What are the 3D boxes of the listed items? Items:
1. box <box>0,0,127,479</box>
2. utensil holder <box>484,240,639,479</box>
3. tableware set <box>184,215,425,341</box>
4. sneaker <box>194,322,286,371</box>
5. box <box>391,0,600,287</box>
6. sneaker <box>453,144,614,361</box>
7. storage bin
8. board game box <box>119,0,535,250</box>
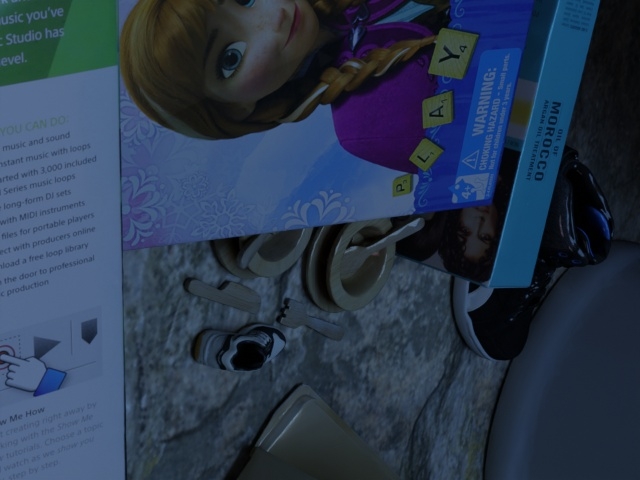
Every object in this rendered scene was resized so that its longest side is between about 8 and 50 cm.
[{"bbox_3d":[-0.197,0.018,0.626,0.232,0.058,0.322,-15,121,-34],"label":"box"},{"bbox_3d":[0.396,0.207,1.302,0.327,0.385,0.328,-24,123,-43],"label":"utensil holder"},{"bbox_3d":[0.000,0.000,0.991,0.194,0.039,0.128,24,87,-53],"label":"tableware set"},{"bbox_3d":[-0.046,0.076,0.969,0.083,0.037,0.032,-6,108,-52],"label":"sneaker"},{"bbox_3d":[0.127,-0.095,1.060,0.060,0.100,0.244,1,105,-51],"label":"box"},{"bbox_3d":[0.174,0.022,1.154,0.079,0.121,0.217,-35,131,-37],"label":"sneaker"},{"bbox_3d":[0.098,0.242,1.041,0.123,0.262,0.260,-57,142,-14],"label":"storage bin"},{"bbox_3d":[-0.027,-0.153,0.740,0.318,0.066,0.319,-8,122,-27],"label":"board game box"}]
